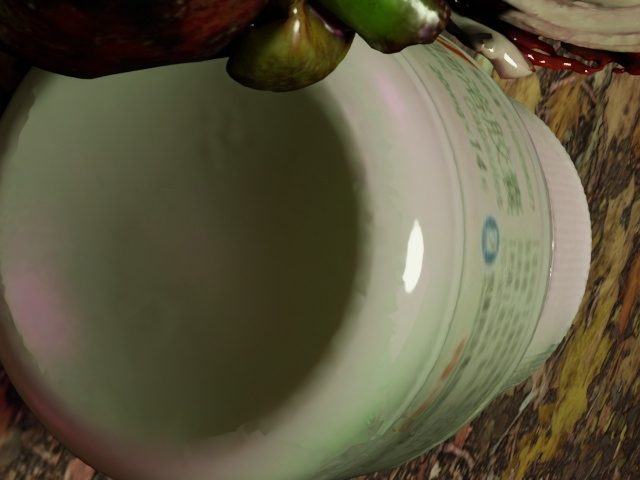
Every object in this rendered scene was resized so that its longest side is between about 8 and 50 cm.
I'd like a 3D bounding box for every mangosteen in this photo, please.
[{"bbox_3d":[-0.062,-0.149,0.653,0.216,0.216,0.216,-44,147,-40],"label":"mangosteen"}]

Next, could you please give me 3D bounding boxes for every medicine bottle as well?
[{"bbox_3d":[0.000,0.000,0.872,0.302,0.241,0.241,2,109,-64],"label":"medicine bottle"}]

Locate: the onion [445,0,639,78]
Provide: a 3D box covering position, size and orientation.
[{"bbox_3d":[0.148,-0.248,0.903,0.341,0.341,0.341,-44,147,-40],"label":"onion"}]
